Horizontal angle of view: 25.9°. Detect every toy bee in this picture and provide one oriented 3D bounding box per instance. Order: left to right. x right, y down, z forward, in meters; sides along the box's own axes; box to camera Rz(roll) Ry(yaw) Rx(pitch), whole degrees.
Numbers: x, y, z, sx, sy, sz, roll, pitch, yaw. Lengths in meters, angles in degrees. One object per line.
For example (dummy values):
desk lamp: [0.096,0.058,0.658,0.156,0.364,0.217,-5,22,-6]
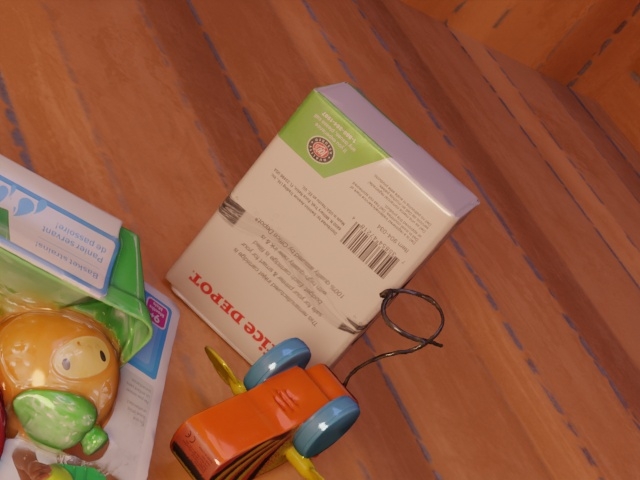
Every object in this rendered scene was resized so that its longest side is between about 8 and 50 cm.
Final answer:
toy bee: [-0.017,0.177,1.322,0.298,0.162,0.195,-6,54,-26]

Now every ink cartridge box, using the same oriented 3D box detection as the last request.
ink cartridge box: [0.000,0.000,1.468,0.198,0.273,0.115,43,21,7]

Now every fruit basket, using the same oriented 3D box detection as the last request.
fruit basket: [-0.255,0.094,1.008,0.327,0.165,0.353,31,34,-20]
